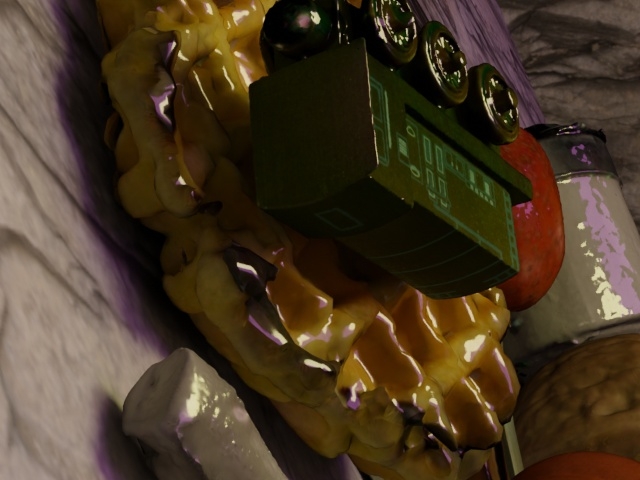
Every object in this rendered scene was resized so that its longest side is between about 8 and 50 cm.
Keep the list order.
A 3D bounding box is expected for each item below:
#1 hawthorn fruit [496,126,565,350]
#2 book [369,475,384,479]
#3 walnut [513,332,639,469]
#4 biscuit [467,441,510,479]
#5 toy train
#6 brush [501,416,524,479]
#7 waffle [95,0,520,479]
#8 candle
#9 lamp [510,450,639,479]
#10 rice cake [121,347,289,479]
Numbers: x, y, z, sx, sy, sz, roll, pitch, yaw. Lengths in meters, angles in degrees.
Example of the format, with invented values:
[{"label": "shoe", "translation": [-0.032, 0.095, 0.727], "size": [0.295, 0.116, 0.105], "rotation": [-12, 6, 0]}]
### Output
[{"label": "hawthorn fruit", "translation": [0.139, 0.040, 1.646], "size": [0.165, 0.165, 0.285], "rotation": [-73, 155, -71]}, {"label": "book", "translation": [0.000, 0.000, 1.334], "size": [0.379, 0.031, 0.264], "rotation": [63, 13, -15]}, {"label": "walnut", "translation": [0.268, 0.189, 1.670], "size": [0.228, 0.228, 0.228], "rotation": [60, 14, -27]}, {"label": "biscuit", "translation": [0.131, 0.175, 1.478], "size": [0.176, 0.031, 0.228], "rotation": [54, 27, -62]}, {"label": "toy train", "translation": [0.043, -0.049, 1.063], "size": [0.225, 0.090, 0.137], "rotation": [30, 48, -52]}, {"label": "brush", "translation": [0.158, 0.196, 1.445], "size": [0.033, 0.030, 0.178], "rotation": [-20, 98, -66]}, {"label": "waffle", "translation": [-0.008, -0.043, 1.153], "size": [0.382, 0.095, 0.379], "rotation": [44, 32, -42]}, {"label": "candle", "translation": [0.239, 0.062, 1.862], "size": [0.187, 0.187, 0.330], "rotation": [32, 37, -69]}, {"label": "lamp", "translation": [0.159, 0.239, 1.201], "size": [0.223, 0.196, 0.223], "rotation": [16, 90, -70]}, {"label": "rice cake", "translation": [-0.019, 0.163, 0.925], "size": [0.256, 0.052, 0.057], "rotation": [60, 18, -28]}]
